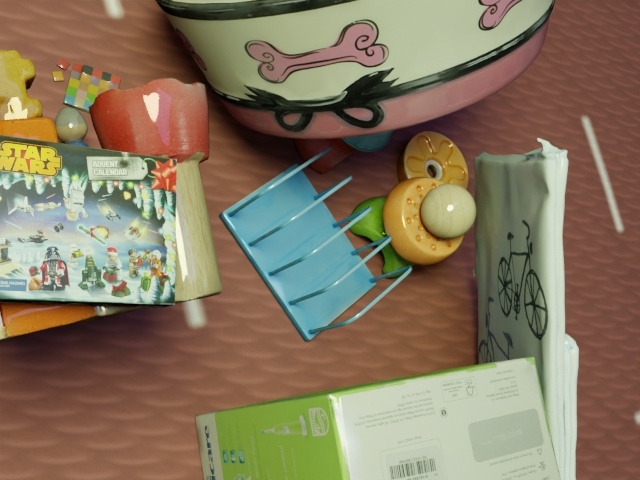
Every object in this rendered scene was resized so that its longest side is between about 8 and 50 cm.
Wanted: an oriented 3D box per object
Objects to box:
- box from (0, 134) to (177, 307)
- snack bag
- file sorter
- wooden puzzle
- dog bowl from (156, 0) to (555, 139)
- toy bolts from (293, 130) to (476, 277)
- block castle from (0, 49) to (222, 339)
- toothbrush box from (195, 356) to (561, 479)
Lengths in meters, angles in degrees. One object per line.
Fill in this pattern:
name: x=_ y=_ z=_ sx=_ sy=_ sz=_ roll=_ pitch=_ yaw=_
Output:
box: x=-0.152 y=-0.009 z=0.457 sx=0.137 sy=0.027 sz=0.093 roll=4 pitch=78 yaw=-32
snack bag: x=0.202 y=0.072 z=0.794 sx=0.037 sy=0.323 sz=0.342 roll=-3 pitch=96 yaw=1
file sorter: x=0.000 y=0.000 z=0.846 sx=0.118 sy=0.104 sz=0.170 roll=-37 pitch=96 yaw=-33
wooden puzzle: x=-0.238 y=-0.156 z=0.809 sx=0.083 sy=0.006 sz=0.049 roll=17 pitch=68 yaw=-25
dog bowl: x=0.049 y=-0.244 z=0.791 sx=0.408 sy=0.408 sz=0.150 roll=-38 pitch=129 yaw=-32
toy bolts: x=0.108 y=-0.104 z=0.904 sx=0.228 sy=0.158 sz=0.218 roll=50 pitch=58 yaw=-9
block castle: x=-0.321 y=-0.017 z=0.551 sx=0.453 sy=0.303 sz=0.212 roll=-10 pitch=87 yaw=-32
toothbrush box: x=0.036 y=0.191 z=0.706 sx=0.206 sy=0.283 sz=0.122 roll=-4 pitch=79 yaw=-31
